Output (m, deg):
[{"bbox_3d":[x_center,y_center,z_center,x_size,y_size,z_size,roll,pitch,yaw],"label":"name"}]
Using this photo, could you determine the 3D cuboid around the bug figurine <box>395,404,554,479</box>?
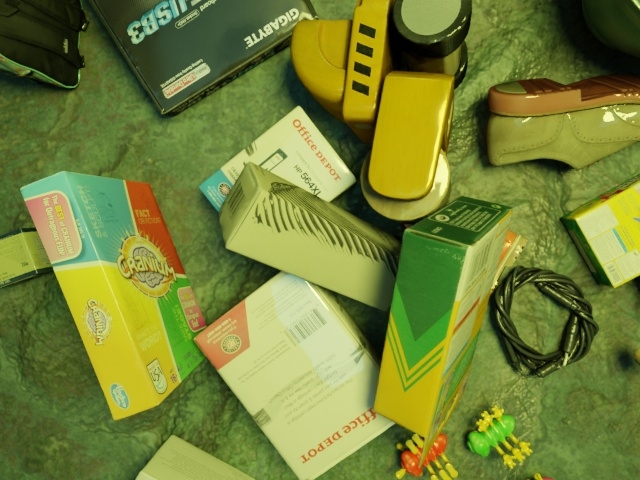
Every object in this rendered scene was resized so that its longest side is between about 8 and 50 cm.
[{"bbox_3d":[0.266,0.405,0.718,0.216,0.072,0.279,-33,81,-1],"label":"bug figurine"}]

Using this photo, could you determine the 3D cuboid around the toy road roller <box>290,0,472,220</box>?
[{"bbox_3d":[0.079,-0.196,0.641,0.241,0.202,0.329,8,91,17],"label":"toy road roller"}]

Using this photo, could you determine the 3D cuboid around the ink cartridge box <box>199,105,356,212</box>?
[{"bbox_3d":[-0.064,-0.092,0.709,0.203,0.086,0.148,-38,91,7],"label":"ink cartridge box"}]

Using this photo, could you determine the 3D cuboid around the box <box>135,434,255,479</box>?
[{"bbox_3d":[-0.237,0.472,0.748,0.182,0.119,0.180,28,95,2],"label":"box"}]

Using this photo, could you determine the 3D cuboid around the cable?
[{"bbox_3d":[0.361,0.124,0.709,0.151,0.047,0.184,-21,92,6],"label":"cable"}]

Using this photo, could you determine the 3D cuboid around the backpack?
[{"bbox_3d":[-0.476,-0.338,0.674,0.145,0.188,0.165,10,96,4],"label":"backpack"}]

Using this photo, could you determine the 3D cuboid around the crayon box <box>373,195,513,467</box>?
[{"bbox_3d":[0.167,0.117,0.615,0.083,0.203,0.322,18,115,30],"label":"crayon box"}]

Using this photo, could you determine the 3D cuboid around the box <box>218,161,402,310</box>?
[{"bbox_3d":[0.000,0.000,0.632,0.275,0.113,0.094,24,110,-30],"label":"box"}]

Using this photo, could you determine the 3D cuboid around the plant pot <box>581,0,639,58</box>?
[{"bbox_3d":[0.486,-0.370,0.589,0.293,0.196,0.292,0,94,4],"label":"plant pot"}]

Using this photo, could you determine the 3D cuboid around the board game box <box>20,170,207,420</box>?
[{"bbox_3d":[-0.279,0.063,0.661,0.064,0.242,0.316,-21,93,5],"label":"board game box"}]

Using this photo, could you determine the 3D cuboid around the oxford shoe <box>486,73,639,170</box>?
[{"bbox_3d":[0.422,-0.176,0.668,0.349,0.123,0.130,0,120,4],"label":"oxford shoe"}]

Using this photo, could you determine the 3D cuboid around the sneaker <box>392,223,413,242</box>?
[{"bbox_3d":[0.167,0.016,0.724,0.119,0.047,0.057,46,113,3],"label":"sneaker"}]

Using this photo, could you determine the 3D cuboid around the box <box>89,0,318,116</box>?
[{"bbox_3d":[-0.200,-0.397,0.686,0.296,0.073,0.293,-28,100,7],"label":"box"}]

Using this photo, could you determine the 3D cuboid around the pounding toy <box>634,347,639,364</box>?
[{"bbox_3d":[0.560,0.120,0.669,0.206,0.094,0.181,-31,116,6],"label":"pounding toy"}]

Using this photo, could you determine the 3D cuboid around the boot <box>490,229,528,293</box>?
[{"bbox_3d":[0.255,0.045,0.715,0.085,0.059,0.157,33,100,19],"label":"boot"}]

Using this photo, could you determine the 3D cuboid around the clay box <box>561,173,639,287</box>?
[{"bbox_3d":[0.514,-0.037,0.682,0.222,0.053,0.127,-30,91,5],"label":"clay box"}]

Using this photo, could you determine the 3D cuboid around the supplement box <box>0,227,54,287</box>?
[{"bbox_3d":[-0.526,0.029,0.771,0.083,0.056,0.083,-19,92,6],"label":"supplement box"}]

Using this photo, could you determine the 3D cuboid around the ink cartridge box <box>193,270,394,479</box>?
[{"bbox_3d":[-0.028,0.198,0.711,0.207,0.117,0.283,-37,90,6],"label":"ink cartridge box"}]
